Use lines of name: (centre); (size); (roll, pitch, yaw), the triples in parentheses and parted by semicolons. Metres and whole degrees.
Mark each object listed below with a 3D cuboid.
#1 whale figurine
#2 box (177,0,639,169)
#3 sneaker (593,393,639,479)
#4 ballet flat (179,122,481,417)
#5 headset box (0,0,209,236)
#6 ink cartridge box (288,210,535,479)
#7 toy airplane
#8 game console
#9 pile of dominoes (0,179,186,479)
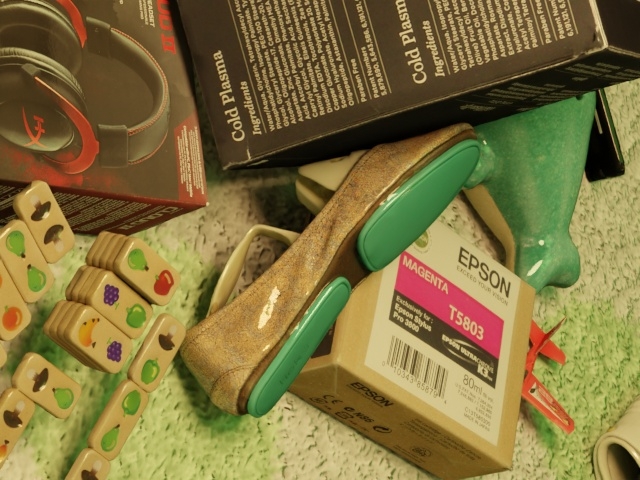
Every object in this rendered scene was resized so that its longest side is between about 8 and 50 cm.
whale figurine: (0.213, -0.083, 1.697); (0.216, 0.141, 0.272); (-10, 85, -49)
box: (0.096, -0.185, 1.405); (0.343, 0.313, 0.178); (-9, 82, -70)
sneaker: (0.384, 0.304, 1.786); (0.169, 0.108, 0.292); (-30, 90, -46)
ballet flat: (0.000, 0.000, 1.399); (0.316, 0.106, 0.107); (-48, 157, -17)
headset box: (-0.212, -0.125, 1.275); (0.293, 0.110, 0.218); (7, 71, -46)
ink cartridge box: (0.082, 0.082, 1.537); (0.235, 0.088, 0.193); (33, 56, -33)
toy airplane: (0.204, 0.121, 1.701); (0.151, 0.028, 0.151); (17, 56, -28)
game console: (0.316, -0.132, 1.881); (0.071, 0.107, 0.122); (-15, 87, -20)
pile of dominoes: (-0.190, 0.108, 1.190); (0.196, 0.040, 0.251); (46, 65, -42)
